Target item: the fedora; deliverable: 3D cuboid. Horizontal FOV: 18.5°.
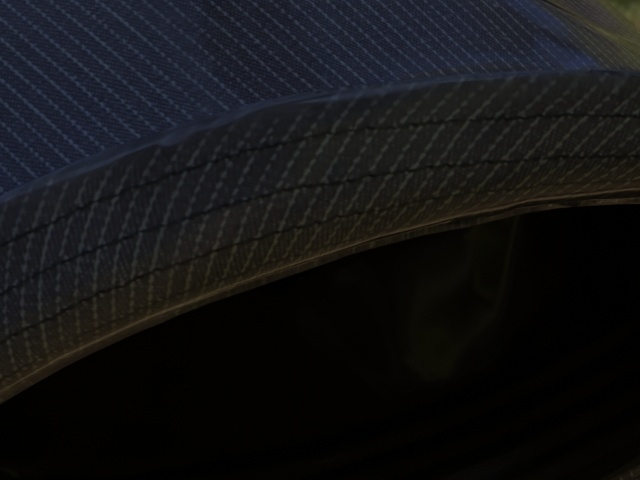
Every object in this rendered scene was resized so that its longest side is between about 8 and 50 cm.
[{"bbox_3d":[0.000,0.000,0.458,0.275,0.124,0.243,-11,-29,-15],"label":"fedora"}]
